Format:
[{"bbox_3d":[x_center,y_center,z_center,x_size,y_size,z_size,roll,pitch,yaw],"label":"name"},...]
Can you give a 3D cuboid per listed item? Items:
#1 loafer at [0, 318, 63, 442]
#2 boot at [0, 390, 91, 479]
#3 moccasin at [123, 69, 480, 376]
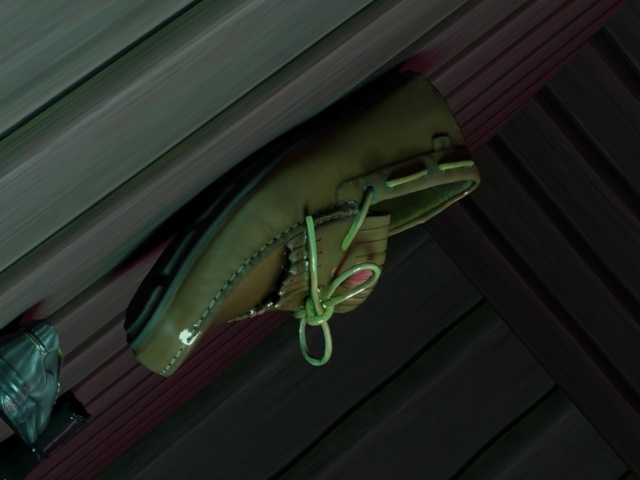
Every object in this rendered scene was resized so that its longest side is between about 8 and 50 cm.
[{"bbox_3d":[-0.196,0.094,1.143,0.061,0.062,0.170,-44,178,-14],"label":"loafer"},{"bbox_3d":[-0.275,0.197,1.655,0.099,0.045,0.121,-38,-177,2],"label":"boot"},{"bbox_3d":[-0.002,0.002,1.287,0.139,0.147,0.380,-43,175,39],"label":"moccasin"}]
